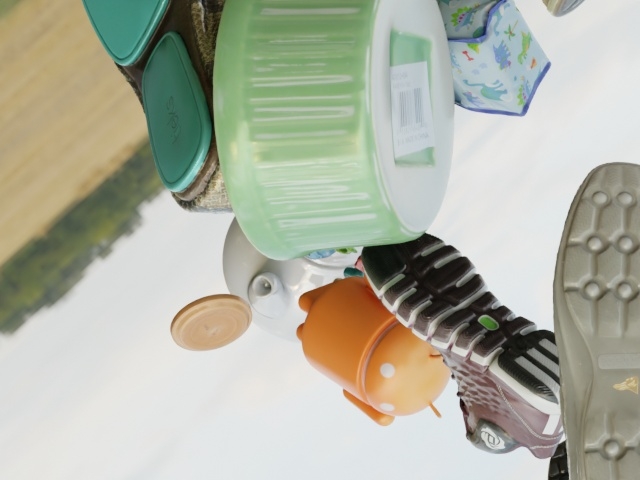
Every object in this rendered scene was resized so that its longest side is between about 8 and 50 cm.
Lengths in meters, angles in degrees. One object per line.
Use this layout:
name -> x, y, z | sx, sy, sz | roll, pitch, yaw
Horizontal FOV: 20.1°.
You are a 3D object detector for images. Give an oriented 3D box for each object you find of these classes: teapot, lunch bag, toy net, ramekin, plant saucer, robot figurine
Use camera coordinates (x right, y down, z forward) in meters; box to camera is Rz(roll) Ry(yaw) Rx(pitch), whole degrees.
teapot -> 0.000, 0.000, 2.399 | 0.187, 0.252, 0.256 | 117, -31, -52
lunch bag -> 0.145, -0.201, 1.910 | 0.151, 0.129, 0.096 | 11, -120, 39
toy net -> 0.064, 0.045, 2.244 | 0.122, 0.232, 0.045 | -4, -128, 48
ramekin -> 0.024, -0.133, 1.744 | 0.148, 0.303, 0.303 | -1, -156, 21
plant saucer -> -0.108, 0.084, 1.791 | 0.083, 0.083, 0.013 | -39, -131, 22
robot figurine -> 0.065, 0.121, 2.089 | 0.219, 0.128, 0.158 | 31, -91, 40

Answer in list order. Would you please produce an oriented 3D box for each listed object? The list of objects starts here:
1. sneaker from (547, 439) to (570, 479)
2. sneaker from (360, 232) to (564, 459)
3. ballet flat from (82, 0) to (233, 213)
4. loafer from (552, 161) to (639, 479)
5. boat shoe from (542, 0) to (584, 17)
sneaker -> 0.323, 0.366, 2.057 | 0.107, 0.283, 0.124 | -14, 156, -9
sneaker -> 0.136, 0.120, 1.793 | 0.106, 0.281, 0.162 | -27, 142, -30
ballet flat -> -0.129, -0.201, 1.886 | 0.164, 0.182, 0.483 | -53, -136, 31
loafer -> 0.232, 0.097, 1.404 | 0.111, 0.112, 0.319 | 87, 7, -71
boat shoe -> 0.321, -0.416, 2.176 | 0.109, 0.098, 0.302 | -26, 142, -47
